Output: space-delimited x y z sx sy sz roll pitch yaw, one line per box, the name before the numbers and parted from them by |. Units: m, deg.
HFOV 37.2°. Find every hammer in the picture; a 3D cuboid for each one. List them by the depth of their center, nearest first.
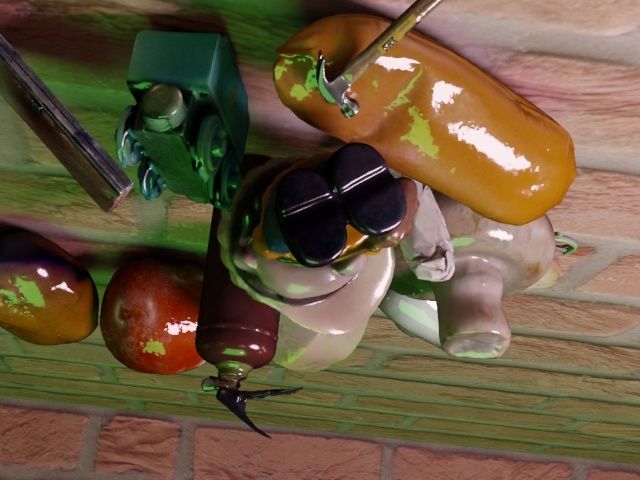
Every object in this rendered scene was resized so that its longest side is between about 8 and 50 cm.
hammer | 0.067 -0.182 0.803 0.182 0.017 0.062 -42 124 17

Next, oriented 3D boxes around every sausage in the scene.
sausage | 0.102 -0.125 0.930 0.354 0.116 0.134 26 133 -32

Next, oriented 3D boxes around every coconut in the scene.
coconut | -0.041 0.088 1.408 0.205 0.235 0.236 -23 148 28

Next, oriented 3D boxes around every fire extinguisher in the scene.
fire extinguisher | -0.080 0.070 1.168 0.138 0.343 0.102 1 159 10

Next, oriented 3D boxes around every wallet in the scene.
wallet | -0.274 -0.127 0.940 0.232 0.025 0.119 49 162 -5

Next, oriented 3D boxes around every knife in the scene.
knife | 0.276 -0.011 1.338 0.212 0.015 0.054 14 157 -22

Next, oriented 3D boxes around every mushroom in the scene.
mushroom | 0.175 0.036 1.191 0.244 0.243 0.243 4 159 2

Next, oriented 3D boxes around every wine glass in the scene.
wine glass | 0.142 0.075 1.368 0.204 0.111 0.111 39 147 -19

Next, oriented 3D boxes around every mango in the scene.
mango | -0.470 0.082 1.561 0.201 0.152 0.287 14 162 17

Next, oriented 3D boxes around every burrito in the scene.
burrito | 0.098 -0.046 1.077 0.064 0.203 0.064 -23 178 -1

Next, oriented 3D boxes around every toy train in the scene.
toy train | -0.132 -0.118 0.954 0.107 0.154 0.198 5 159 9

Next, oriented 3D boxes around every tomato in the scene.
tomato | -0.261 0.134 1.607 0.232 0.188 0.232 5 162 1

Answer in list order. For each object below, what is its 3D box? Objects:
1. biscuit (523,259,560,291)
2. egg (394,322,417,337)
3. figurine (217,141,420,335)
biscuit | 0.247 0.040 1.450 0.266 0.040 0.188 12 156 -18
egg | 0.165 0.106 1.550 0.103 0.103 0.135 5 157 0
figurine | -0.013 -0.028 0.987 0.185 0.204 0.332 -25 161 -12
